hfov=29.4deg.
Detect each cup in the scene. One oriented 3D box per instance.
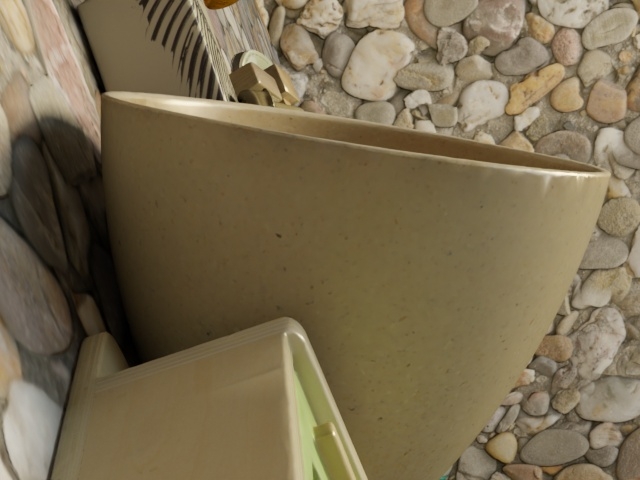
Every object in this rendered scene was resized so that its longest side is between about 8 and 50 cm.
[{"bbox_3d":[0.006,0.041,0.815,0.331,0.331,0.237,-78,177,-81],"label":"cup"}]

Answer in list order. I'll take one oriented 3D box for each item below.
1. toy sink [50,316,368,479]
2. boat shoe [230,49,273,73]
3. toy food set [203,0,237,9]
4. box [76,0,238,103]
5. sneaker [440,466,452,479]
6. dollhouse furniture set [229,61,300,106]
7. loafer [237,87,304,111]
[{"bbox_3d":[-0.044,0.142,0.628,0.234,0.131,0.153,-100,170,-66],"label":"toy sink"},{"bbox_3d":[-0.094,-0.210,1.912,0.081,0.068,0.228,-61,144,-26],"label":"boat shoe"},{"bbox_3d":[-0.155,-0.264,1.063,0.105,0.111,0.232,69,19,7],"label":"toy food set"},{"bbox_3d":[-0.106,-0.077,1.021,0.113,0.094,0.275,-39,109,-86],"label":"box"},{"bbox_3d":[0.090,0.225,1.561,0.295,0.178,0.124,-102,171,-60],"label":"sneaker"},{"bbox_3d":[-0.104,-0.145,1.204,0.151,0.144,0.123,27,37,-62],"label":"dollhouse furniture set"},{"bbox_3d":[-0.035,-0.097,1.049,0.148,0.050,0.056,63,8,-78],"label":"loafer"}]
